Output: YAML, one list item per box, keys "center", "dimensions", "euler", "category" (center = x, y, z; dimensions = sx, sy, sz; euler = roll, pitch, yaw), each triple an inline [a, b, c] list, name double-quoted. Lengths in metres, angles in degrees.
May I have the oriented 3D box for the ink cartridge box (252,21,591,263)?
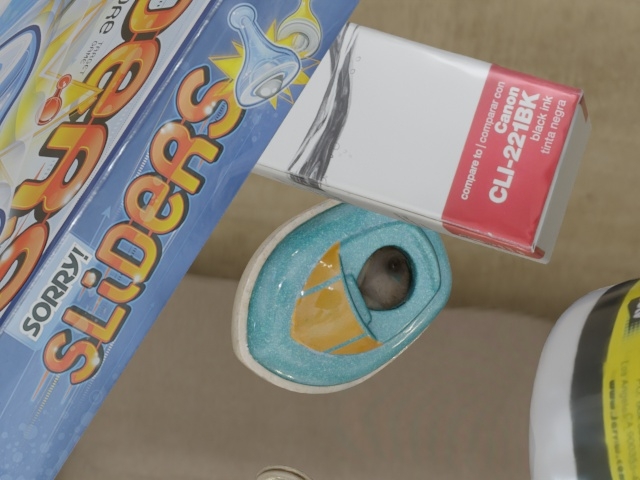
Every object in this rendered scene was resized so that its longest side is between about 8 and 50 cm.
- center: [0.041, -0.078, 1.124]
  dimensions: [0.273, 0.197, 0.114]
  euler: [17, 90, 11]
  category: "ink cartridge box"

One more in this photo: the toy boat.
- center: [0.000, 0.000, 1.638]
  dimensions: [0.267, 0.148, 0.318]
  euler: [-36, 108, -25]
  category: "toy boat"

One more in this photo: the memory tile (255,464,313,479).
- center: [0.029, 0.178, 0.904]
  dimensions: [0.148, 0.012, 0.113]
  euler: [16, 135, 6]
  category: "memory tile"

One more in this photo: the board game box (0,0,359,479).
- center: [-0.061, -0.039, 0.426]
  dimensions: [0.035, 0.136, 0.201]
  euler: [39, 77, -33]
  category: "board game box"

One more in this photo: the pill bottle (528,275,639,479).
- center: [0.268, 0.073, 0.642]
  dimensions: [0.334, 0.188, 0.188]
  euler: [-18, 123, 35]
  category: "pill bottle"
